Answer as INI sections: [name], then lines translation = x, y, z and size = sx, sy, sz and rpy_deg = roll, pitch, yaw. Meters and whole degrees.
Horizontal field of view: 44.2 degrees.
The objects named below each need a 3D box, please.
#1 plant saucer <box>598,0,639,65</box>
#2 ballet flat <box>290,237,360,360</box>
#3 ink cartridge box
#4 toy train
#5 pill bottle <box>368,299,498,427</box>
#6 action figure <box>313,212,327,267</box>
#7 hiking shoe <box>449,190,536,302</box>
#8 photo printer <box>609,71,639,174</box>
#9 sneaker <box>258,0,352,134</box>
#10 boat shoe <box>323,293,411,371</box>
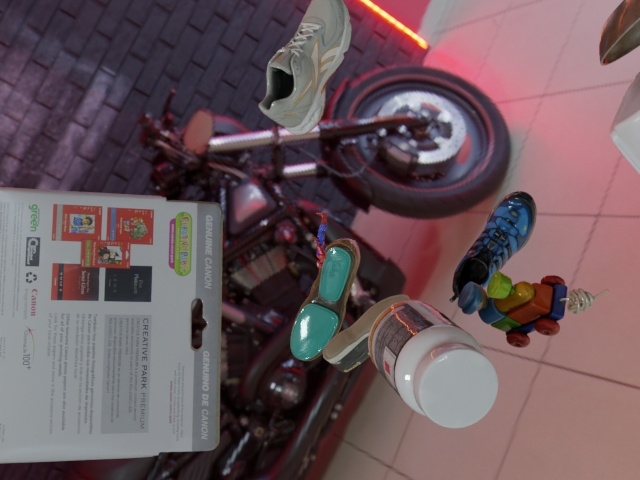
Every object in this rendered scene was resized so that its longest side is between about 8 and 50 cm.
[plant saucer]
translation = 0.556, -0.396, 1.233
size = 0.310, 0.050, 0.310
rpy_deg = -36, -10, -7
[ballet flat]
translation = 0.022, 0.139, 1.943
size = 0.124, 0.116, 0.342
rpy_deg = -37, -33, -62
[ink cartridge box]
translation = -0.263, 0.103, 0.966
size = 0.130, 0.272, 0.309
rpy_deg = 156, 116, -73
[toy train]
translation = 0.351, 0.092, 1.343
size = 0.248, 0.143, 0.105
rpy_deg = 135, 154, -60
[pill bottle]
translation = 0.189, 0.208, 1.355
size = 0.162, 0.162, 0.278
rpy_deg = -60, 14, 3
[action figure]
translation = 0.000, 0.000, 1.644
size = 0.038, 0.030, 0.115
rpy_deg = 8, -100, -80
[hiking shoe]
translation = 0.419, 0.023, 1.891
size = 0.304, 0.113, 0.132
rpy_deg = -63, -10, 23
[photo printer]
translation = 0.507, -0.083, 0.989
size = 0.107, 0.307, 0.256
rpy_deg = -39, 3, 38
[sneaker]
translation = -0.030, -0.324, 1.390
size = 0.099, 0.121, 0.262
rpy_deg = 16, 90, 37
[boat shoe]
translation = 0.113, 0.202, 1.705
size = 0.228, 0.069, 0.081
rpy_deg = -36, 31, 12
